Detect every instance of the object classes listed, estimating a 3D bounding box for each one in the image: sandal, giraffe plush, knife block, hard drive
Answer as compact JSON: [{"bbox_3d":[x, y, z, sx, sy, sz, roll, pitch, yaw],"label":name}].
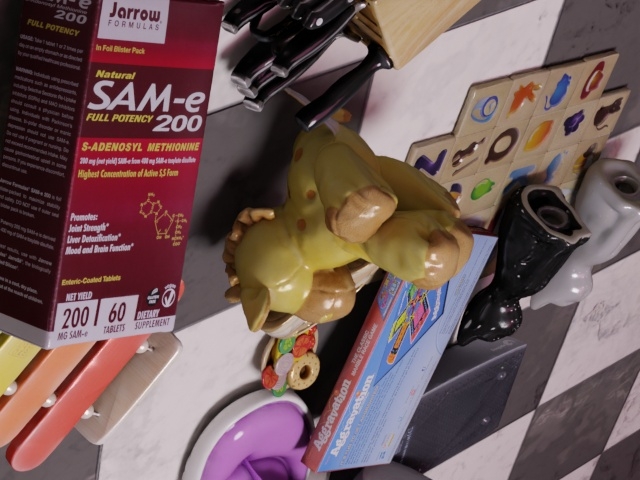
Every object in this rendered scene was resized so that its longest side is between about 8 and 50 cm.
[{"bbox_3d":[-0.057,0.313,1.661,0.169,0.102,0.416,-30,145,-30],"label":"sandal"},{"bbox_3d":[0.000,0.000,1.294,0.170,0.210,0.181,-51,175,17],"label":"giraffe plush"},{"bbox_3d":[0.058,-0.198,1.218,0.275,0.088,0.242,-11,135,-46],"label":"knife block"},{"bbox_3d":[0.121,0.207,1.809,0.254,0.054,0.172,-24,143,-32],"label":"hard drive"}]

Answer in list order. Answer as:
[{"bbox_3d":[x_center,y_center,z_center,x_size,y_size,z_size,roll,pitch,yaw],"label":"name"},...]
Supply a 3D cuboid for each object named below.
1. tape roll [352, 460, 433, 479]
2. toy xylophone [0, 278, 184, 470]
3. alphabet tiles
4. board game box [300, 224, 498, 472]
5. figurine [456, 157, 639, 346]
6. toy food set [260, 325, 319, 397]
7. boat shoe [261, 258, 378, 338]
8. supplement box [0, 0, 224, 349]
[{"bbox_3d":[0.110,0.342,1.691,0.072,0.219,0.219,-49,151,16],"label":"tape roll"},{"bbox_3d":[-0.252,0.089,1.171,0.236,0.081,0.322,-54,149,12],"label":"toy xylophone"},{"bbox_3d":[0.188,-0.062,1.622,0.342,0.011,0.285,-17,139,-40],"label":"alphabet tiles"},{"bbox_3d":[0.083,0.111,1.611,0.145,0.027,0.281,5,113,-56],"label":"board game box"},{"bbox_3d":[0.259,0.021,1.728,0.215,0.092,0.209,-19,148,-40],"label":"figurine"},{"bbox_3d":[-0.029,0.116,1.530,0.082,0.020,0.083,-16,126,-46],"label":"toy food set"},{"bbox_3d":[0.010,0.032,1.462,0.170,0.063,0.059,-35,152,-1],"label":"boat shoe"},{"bbox_3d":[-0.148,-0.055,1.056,0.130,0.073,0.240,-6,108,-54],"label":"supplement box"}]
